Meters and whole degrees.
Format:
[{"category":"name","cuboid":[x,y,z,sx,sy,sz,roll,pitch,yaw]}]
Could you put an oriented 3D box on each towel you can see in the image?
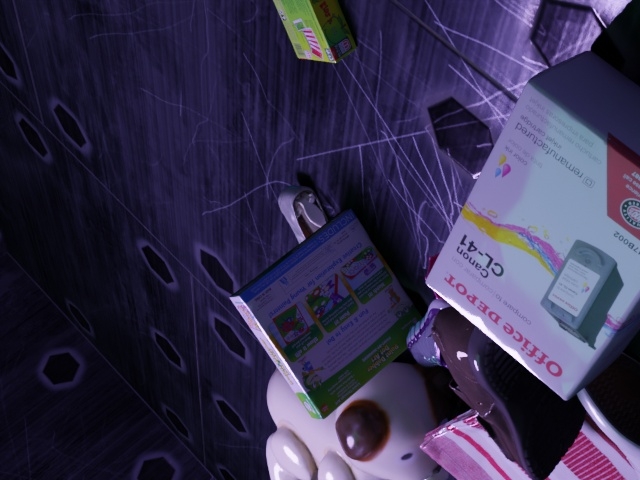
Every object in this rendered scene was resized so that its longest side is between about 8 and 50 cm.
[{"category":"towel","cuboid":[0.323,0.337,1.769,0.237,0.037,0.329,45,139,-3]}]

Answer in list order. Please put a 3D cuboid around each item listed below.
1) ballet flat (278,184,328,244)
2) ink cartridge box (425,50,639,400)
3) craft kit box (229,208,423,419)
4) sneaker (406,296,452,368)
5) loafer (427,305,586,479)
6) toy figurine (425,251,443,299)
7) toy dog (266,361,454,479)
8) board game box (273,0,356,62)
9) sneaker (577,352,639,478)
[{"category":"ballet flat","cuboid":[0.000,0.000,1.982,0.068,0.072,0.213,-4,120,58]},{"category":"ink cartridge box","cuboid":[0.278,-0.012,1.258,0.226,0.131,0.306,41,133,21]},{"category":"craft kit box","cuboid":[0.019,0.118,1.891,0.247,0.250,0.061,56,157,-7]},{"category":"sneaker","cuboid":[0.186,0.172,1.826,0.224,0.083,0.098,100,169,-61]},{"category":"loafer","cuboid":[0.252,0.189,1.556,0.130,0.134,0.366,27,156,42]},{"category":"toy figurine","cuboid":[0.212,0.045,1.629,0.159,0.130,0.173,37,133,52]},{"category":"toy dog","cuboid":[0.089,0.312,2.085,0.408,0.284,0.395,-9,98,63]},{"category":"board game box","cuboid":[-0.025,-0.333,1.575,0.092,0.043,0.181,18,140,52]},{"category":"sneaker","cuboid":[0.423,0.264,1.532,0.290,0.106,0.123,47,154,8]}]
